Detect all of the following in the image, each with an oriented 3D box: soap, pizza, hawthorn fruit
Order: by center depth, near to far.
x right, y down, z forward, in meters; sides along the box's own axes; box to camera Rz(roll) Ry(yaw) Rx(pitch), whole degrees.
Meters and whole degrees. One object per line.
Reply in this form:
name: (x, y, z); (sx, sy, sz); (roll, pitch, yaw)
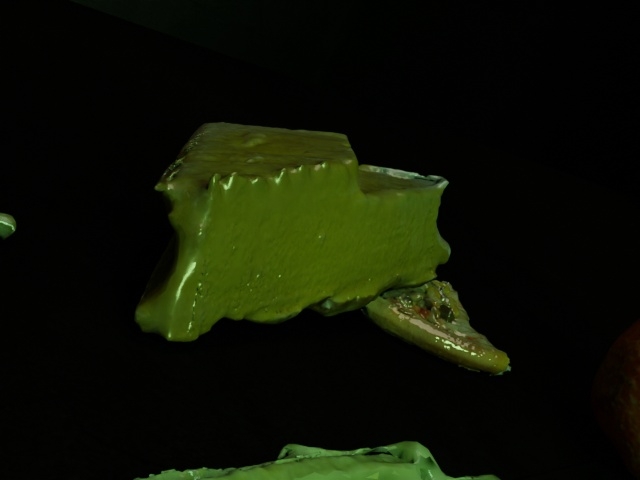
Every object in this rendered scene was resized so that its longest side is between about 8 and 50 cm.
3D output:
soap: (0.000, 0.000, 0.976); (0.304, 0.169, 0.338); (7, 16, -2)
hawthorn fruit: (0.378, 0.153, 1.012); (0.205, 0.205, 0.253); (26, 5, 11)
pizza: (0.138, 0.081, 1.156); (0.185, 0.052, 0.195); (26, 17, 1)

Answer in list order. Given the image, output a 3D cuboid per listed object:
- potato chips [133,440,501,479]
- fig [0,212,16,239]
potato chips: (0.054, 0.218, 0.561); (0.429, 0.070, 0.358); (8, 19, -46)
fig: (-0.359, -0.096, 0.858); (0.231, 0.143, 0.160); (14, -13, -27)
